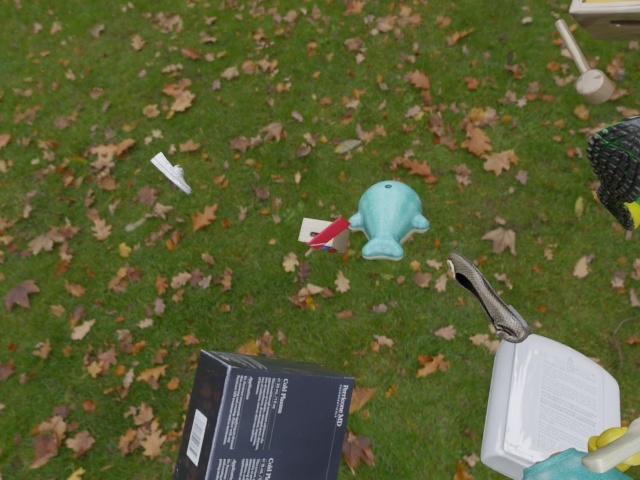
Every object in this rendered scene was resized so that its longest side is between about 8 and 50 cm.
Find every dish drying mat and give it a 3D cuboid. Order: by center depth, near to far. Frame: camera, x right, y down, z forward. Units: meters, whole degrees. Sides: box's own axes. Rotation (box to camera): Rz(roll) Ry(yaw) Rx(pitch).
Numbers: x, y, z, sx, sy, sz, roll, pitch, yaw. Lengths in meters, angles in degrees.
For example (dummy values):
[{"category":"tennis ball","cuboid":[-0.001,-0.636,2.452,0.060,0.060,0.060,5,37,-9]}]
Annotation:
[{"category":"dish drying mat","cuboid":[0.015,-0.012,0.913,0.083,0.032,0.008,-37,46,23]}]

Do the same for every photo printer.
[{"category":"photo printer","cuboid":[0.464,0.341,1.007,0.256,0.107,0.307,25,50,1]}]

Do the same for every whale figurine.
[{"category":"whale figurine","cuboid":[0.175,-0.058,1.320,0.217,0.141,0.272,3,36,15]}]

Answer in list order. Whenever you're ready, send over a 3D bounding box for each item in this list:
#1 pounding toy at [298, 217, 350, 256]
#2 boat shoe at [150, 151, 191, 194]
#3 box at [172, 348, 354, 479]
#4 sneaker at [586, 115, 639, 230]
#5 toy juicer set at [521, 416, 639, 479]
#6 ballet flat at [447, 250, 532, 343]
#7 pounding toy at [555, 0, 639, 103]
[{"category":"pounding toy","cuboid":[0.000,0.000,1.503,0.141,0.130,0.100,9,82,26]},{"category":"boat shoe","cuboid":[-0.291,-0.135,1.006,0.100,0.035,0.035,44,81,-6]},{"category":"box","cuboid":[-0.125,0.437,1.099,0.179,0.313,0.342,0,77,58]},{"category":"sneaker","cuboid":[0.613,-0.146,0.962,0.146,0.344,0.134,-39,58,14]},{"category":"toy juicer set","cuboid":[0.314,0.278,0.573,0.209,0.329,0.089,-14,59,-18]},{"category":"ballet flat","cuboid":[0.321,0.112,1.014,0.058,0.084,0.249,-36,46,3]},{"category":"pounding toy","cuboid":[0.339,-0.269,0.574,0.181,0.094,0.205,27,103,47]}]
